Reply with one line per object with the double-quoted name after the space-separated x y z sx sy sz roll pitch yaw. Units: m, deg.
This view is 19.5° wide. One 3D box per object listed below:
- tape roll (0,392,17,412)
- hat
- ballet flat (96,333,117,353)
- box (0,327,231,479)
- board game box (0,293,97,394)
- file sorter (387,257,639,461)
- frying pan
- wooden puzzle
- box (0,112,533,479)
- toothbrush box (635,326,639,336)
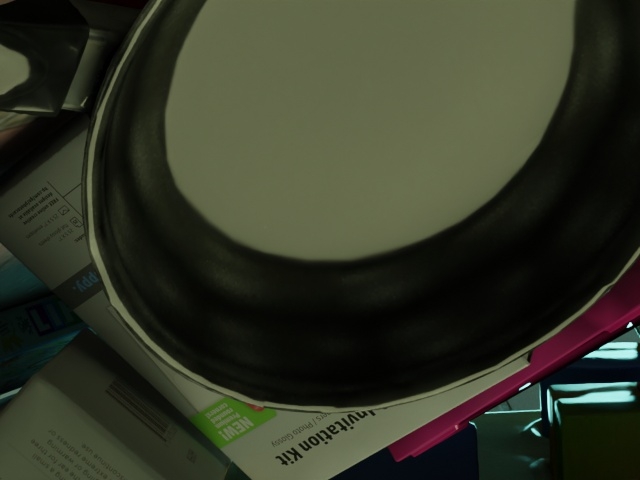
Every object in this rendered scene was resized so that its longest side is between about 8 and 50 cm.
-0.260 0.165 1.033 0.392 0.072 0.392 -22 -179 0 "tape roll"
-0.018 -0.008 0.597 0.173 0.208 0.183 -62 173 28 "hat"
0.000 0.000 1.018 0.147 0.147 0.409 -31 178 15 "ballet flat"
-0.126 0.135 0.774 0.170 0.091 0.130 -50 -177 5 "box"
-0.176 0.063 1.112 0.103 0.026 0.154 -35 170 38 "board game box"
0.142 -0.059 0.892 0.290 0.182 0.202 -24 170 -39 "file sorter"
-0.037 -0.022 0.529 0.326 0.053 0.197 -10 128 -16 "frying pan"
0.099 0.110 1.048 0.322 0.081 0.348 -3 -179 3 "wooden puzzle"
-0.026 0.011 0.761 0.145 0.186 0.038 -33 -159 31 "box"
0.284 -0.058 1.278 0.126 0.216 0.295 -34 170 33 "toothbrush box"
